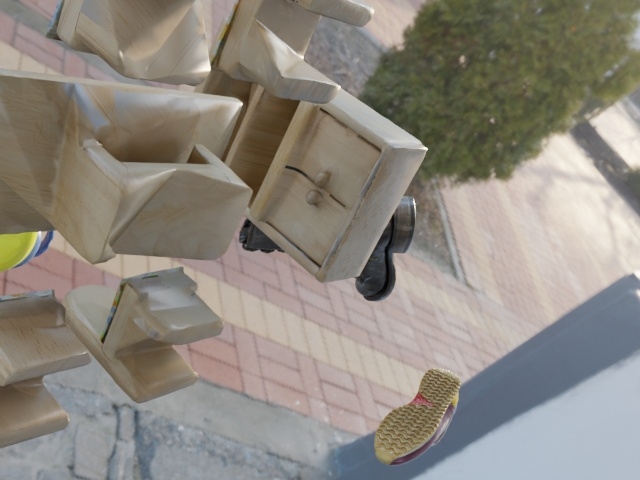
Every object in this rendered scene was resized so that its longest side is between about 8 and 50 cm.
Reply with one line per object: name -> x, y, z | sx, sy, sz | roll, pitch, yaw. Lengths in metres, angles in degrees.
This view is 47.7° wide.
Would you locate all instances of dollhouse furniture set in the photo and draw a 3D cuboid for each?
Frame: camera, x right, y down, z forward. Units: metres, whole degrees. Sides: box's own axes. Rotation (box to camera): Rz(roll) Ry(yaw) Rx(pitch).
dollhouse furniture set -> -0.129, -0.086, 0.624 | 0.256, 0.362, 0.394 | 39, 26, 28

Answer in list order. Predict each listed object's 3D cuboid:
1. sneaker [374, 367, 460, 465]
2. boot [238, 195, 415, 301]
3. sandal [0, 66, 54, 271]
sneaker -> 0.131, 0.249, 0.950 | 0.069, 0.084, 0.185 | 20, 35, 31
boot -> 0.000, 0.000, 1.019 | 0.228, 0.263, 0.091 | 3, 58, -6
sandal -> -0.407, -0.094, 0.878 | 0.138, 0.126, 0.318 | 85, -14, -74
